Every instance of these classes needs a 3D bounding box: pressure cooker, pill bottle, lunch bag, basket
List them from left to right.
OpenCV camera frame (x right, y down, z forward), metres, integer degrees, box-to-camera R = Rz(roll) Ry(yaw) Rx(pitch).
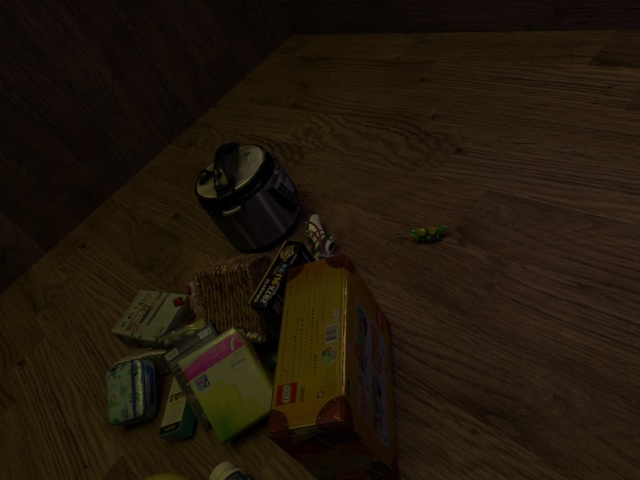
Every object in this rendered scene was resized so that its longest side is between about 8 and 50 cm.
[{"bbox_3d":[-0.676,0.541,1.841,0.176,0.090,0.219,-18,66,17],"label":"lunch bag"},{"bbox_3d":[-0.224,0.699,1.414,0.186,0.112,0.112,22,64,45],"label":"pill bottle"},{"bbox_3d":[-0.276,0.203,1.802,0.223,0.299,0.213,-9,10,20],"label":"basket"},{"bbox_3d":[-0.319,-0.197,2.163,0.370,0.420,0.375,21,62,46],"label":"pressure cooker"}]

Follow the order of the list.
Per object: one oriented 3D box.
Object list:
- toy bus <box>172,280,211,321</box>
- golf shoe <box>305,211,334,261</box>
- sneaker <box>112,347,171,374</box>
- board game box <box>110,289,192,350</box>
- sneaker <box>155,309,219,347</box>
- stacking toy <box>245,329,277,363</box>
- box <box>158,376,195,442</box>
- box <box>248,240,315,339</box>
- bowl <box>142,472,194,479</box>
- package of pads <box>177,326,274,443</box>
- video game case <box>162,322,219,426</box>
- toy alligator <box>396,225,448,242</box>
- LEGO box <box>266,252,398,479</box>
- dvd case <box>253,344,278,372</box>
[{"bbox_3d":[-0.472,0.254,2.041,0.202,0.191,0.104,-55,4,-24],"label":"toy bus"},{"bbox_3d":[0.000,0.000,2.019,0.120,0.105,0.273,-6,50,7],"label":"golf shoe"},{"bbox_3d":[-0.657,0.446,1.971,0.281,0.105,0.115,-9,26,15],"label":"sneaker"},{"bbox_3d":[-0.683,0.328,2.117,0.303,0.097,0.224,3,50,34],"label":"board game box"},{"bbox_3d":[-0.470,0.362,1.906,0.296,0.131,0.112,-21,5,10],"label":"sneaker"},{"bbox_3d":[-0.138,0.297,1.689,0.052,0.221,0.167,4,53,37],"label":"stacking toy"},{"bbox_3d":[-0.470,0.553,1.757,0.100,0.060,0.244,-26,39,25],"label":"box"},{"bbox_3d":[-0.073,0.198,1.667,0.079,0.322,0.257,6,53,36],"label":"box"},{"bbox_3d":[-0.493,0.791,1.464,0.289,0.156,0.289,-19,41,17],"label":"bowl"},{"bbox_3d":[-0.274,0.445,1.616,0.229,0.101,0.296,-33,78,0],"label":"package of pads"},{"bbox_3d":[-0.374,0.439,1.692,0.196,0.026,0.274,-33,78,-1],"label":"video game case"},{"bbox_3d":[0.361,-0.016,1.819,0.189,0.056,0.051,-8,86,27],"label":"toy alligator"},{"bbox_3d":[0.053,0.349,1.389,0.193,0.372,0.500,-16,41,20],"label":"LEGO box"},{"bbox_3d":[-0.260,0.460,1.758,0.180,0.022,0.253,14,58,41],"label":"dvd case"}]
